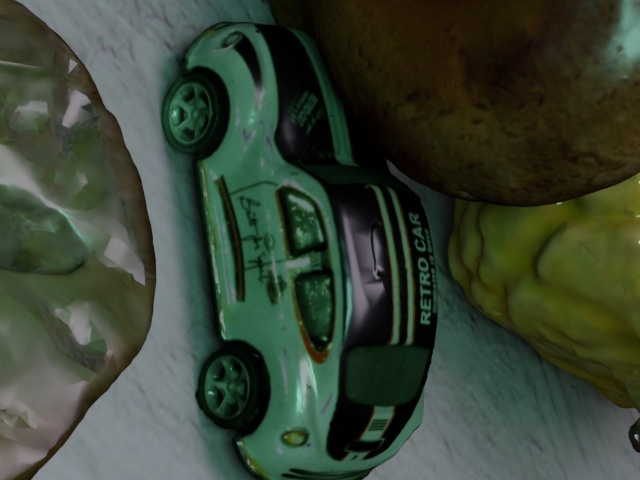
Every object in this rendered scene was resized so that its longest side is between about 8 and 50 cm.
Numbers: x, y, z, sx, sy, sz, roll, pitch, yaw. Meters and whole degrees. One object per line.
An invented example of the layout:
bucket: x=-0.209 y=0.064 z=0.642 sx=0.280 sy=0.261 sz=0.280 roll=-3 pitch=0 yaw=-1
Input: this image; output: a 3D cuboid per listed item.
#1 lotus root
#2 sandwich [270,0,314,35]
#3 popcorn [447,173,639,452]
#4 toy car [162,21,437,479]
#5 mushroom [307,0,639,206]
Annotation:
lotus root: x=-0.267 y=-0.016 z=0.777 sx=0.390 sy=0.111 sz=0.375 roll=36 pitch=51 yaw=-16
sandwich: x=0.058 y=-0.166 z=1.301 sx=0.215 sy=0.065 sz=0.186 roll=-38 pitch=106 yaw=-52
popcorn: x=0.278 y=-0.030 z=1.290 sx=0.349 sy=0.349 sz=0.381 roll=31 pitch=82 yaw=-39
toy car: x=0.000 y=0.000 z=1.132 sx=0.136 sy=0.125 sz=0.305 roll=6 pitch=73 yaw=-48
mushroom: x=0.132 y=-0.138 z=1.105 sx=0.254 sy=0.267 sz=0.267 roll=39 pitch=50 yaw=-38
